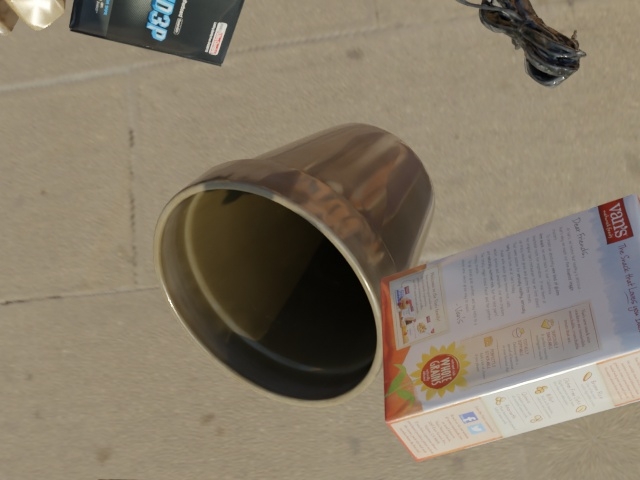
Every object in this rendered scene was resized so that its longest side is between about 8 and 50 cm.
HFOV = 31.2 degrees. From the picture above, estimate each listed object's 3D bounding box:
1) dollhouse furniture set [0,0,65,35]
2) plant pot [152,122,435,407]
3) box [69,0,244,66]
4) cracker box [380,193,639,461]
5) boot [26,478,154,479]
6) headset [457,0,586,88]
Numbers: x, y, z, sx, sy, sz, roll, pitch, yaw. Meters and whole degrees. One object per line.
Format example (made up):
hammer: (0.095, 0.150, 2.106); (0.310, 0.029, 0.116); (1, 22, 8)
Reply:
dollhouse furniture set: (-0.451, -0.474, 1.676); (0.362, 0.394, 0.256); (-30, 119, 18)
plant pot: (0.000, 0.000, 1.434); (0.323, 0.323, 0.280); (27, 43, 16)
box: (-0.160, -0.286, 1.187); (0.175, 0.220, 0.051); (12, 56, -13)
cracker box: (0.166, 0.071, 0.922); (0.232, 0.067, 0.156); (-20, 41, 20)
boot: (-0.297, 0.395, 1.334); (0.263, 0.091, 0.229); (2, 79, -14)
headset: (0.166, -0.307, 0.767); (0.243, 0.394, 0.185); (-8, 45, -18)
